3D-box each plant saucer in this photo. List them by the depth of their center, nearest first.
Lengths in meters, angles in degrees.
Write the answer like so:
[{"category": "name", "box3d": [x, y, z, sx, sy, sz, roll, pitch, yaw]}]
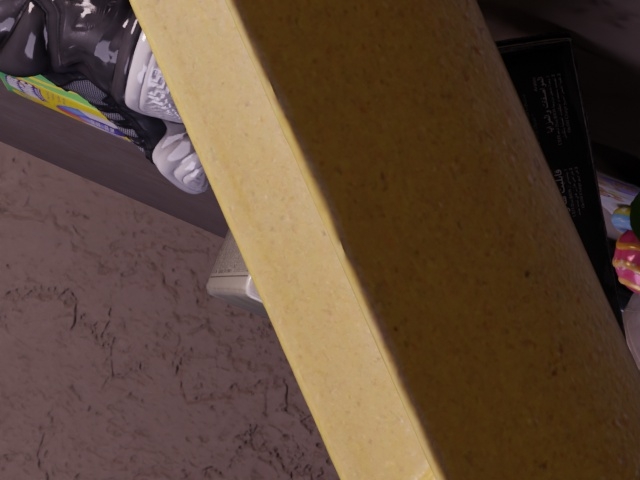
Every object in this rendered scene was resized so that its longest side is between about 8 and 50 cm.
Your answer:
[{"category": "plant saucer", "box3d": [0.011, -0.029, 0.660, 0.333, 0.081, 0.333, 159, 87, -83]}]

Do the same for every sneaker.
[{"category": "sneaker", "box3d": [-0.122, -0.113, 1.079, 0.153, 0.101, 0.268, 23, 169, 6]}]

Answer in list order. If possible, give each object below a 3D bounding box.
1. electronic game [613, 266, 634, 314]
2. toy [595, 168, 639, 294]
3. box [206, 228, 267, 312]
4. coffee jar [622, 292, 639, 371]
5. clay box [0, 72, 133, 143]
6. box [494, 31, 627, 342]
[{"category": "electronic game", "box3d": [0.211, 0.035, 1.434, 0.229, 0.048, 0.229, 25, -177, -2]}, {"category": "toy", "box3d": [0.221, 0.013, 1.112, 0.137, 0.056, 0.237, 22, 175, 20]}, {"category": "box", "box3d": [0.000, 0.000, 1.470, 0.121, 0.148, 0.311, 23, 177, -8]}, {"category": "coffee jar", "box3d": [0.308, 0.088, 1.305, 0.184, 0.079, 0.096, 25, -147, -30]}, {"category": "clay box", "box3d": [-0.178, -0.121, 1.489, 0.222, 0.053, 0.127, 22, 175, -2]}, {"category": "box", "box3d": [0.092, 0.076, 0.918, 0.079, 0.322, 0.257, -10, 179, -4]}]
